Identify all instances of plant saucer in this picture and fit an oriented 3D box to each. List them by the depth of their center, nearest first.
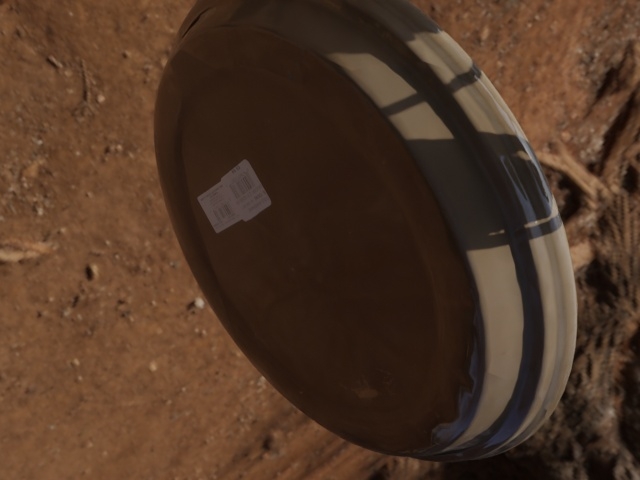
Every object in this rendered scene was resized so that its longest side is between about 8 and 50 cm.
[{"bbox_3d":[0.000,0.000,0.448,0.041,0.278,0.278,-31,154,-32],"label":"plant saucer"}]
